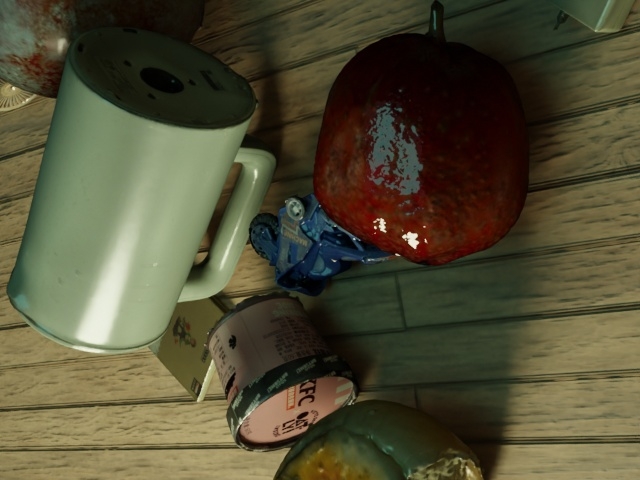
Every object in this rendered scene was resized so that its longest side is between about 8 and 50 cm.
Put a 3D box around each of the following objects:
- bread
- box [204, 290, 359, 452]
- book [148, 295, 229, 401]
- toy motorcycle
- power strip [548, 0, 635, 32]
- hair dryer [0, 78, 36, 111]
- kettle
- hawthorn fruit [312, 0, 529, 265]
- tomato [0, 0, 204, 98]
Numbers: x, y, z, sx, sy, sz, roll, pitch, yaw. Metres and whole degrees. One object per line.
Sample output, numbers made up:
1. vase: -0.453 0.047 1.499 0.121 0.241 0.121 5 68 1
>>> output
1. bread: 0.040 0.294 1.404 0.192 0.171 0.314 37 120 39
2. box: -0.052 0.143 1.493 0.151 0.151 0.135 -55 52 36
3. book: -0.191 0.094 1.712 0.199 0.016 0.138 43 125 31
4. toy motorcycle: 0.000 0.000 1.469 0.205 0.076 0.114 -22 90 43
5. power strip: 0.280 -0.344 1.146 0.106 0.043 0.367 42 124 33
6. hair dryer: -0.390 -0.352 1.798 0.344 0.107 0.189 -42 65 31
7. kettle: -0.201 -0.060 1.493 0.205 0.265 0.318 30 120 14
8. hawthorn fruit: 0.101 -0.102 1.266 0.215 0.215 0.249 19 103 42
9. tomato: -0.287 -0.320 1.565 0.317 0.282 0.316 22 124 37
